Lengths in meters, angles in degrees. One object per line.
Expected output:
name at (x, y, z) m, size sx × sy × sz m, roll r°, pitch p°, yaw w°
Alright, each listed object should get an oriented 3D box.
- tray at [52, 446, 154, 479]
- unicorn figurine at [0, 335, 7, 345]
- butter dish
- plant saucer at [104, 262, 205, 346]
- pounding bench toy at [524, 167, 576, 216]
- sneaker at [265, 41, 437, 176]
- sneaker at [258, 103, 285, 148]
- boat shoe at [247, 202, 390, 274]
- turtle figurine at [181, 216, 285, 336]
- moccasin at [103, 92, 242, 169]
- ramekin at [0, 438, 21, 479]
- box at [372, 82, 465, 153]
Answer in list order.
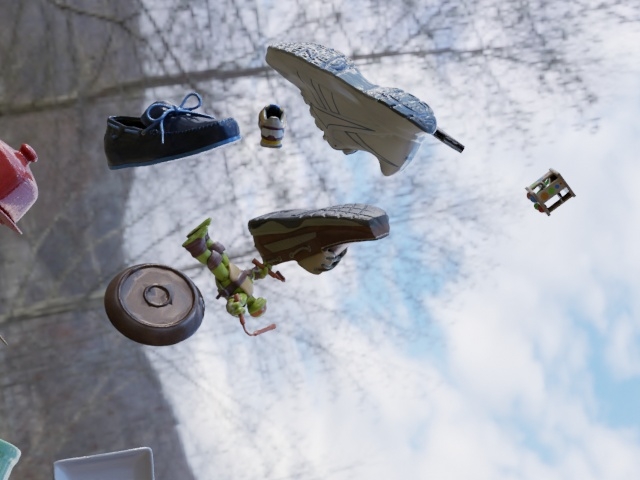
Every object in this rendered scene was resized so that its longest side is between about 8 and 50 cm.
tray at (-0.311, 0.442, 1.478) m, size 0.030 × 0.145 × 0.270 m, roll -179°, pitch -94°, yaw -66°
unicorn figurine at (-0.632, 0.131, 1.782) m, size 0.111 × 0.162 × 0.060 m, roll 118°, pitch -30°, yaw -54°
butter dish at (-0.516, -0.112, 1.647) m, size 0.160 × 0.118 × 0.160 m, roll 48°, pitch -12°, yaw 15°
plant saucer at (-0.271, 0.098, 1.676) m, size 0.168 × 0.168 × 0.029 m, roll 67°, pitch -30°, yaw 31°
pounding bench toy at (0.384, -0.084, 1.728) m, size 0.052 × 0.065 × 0.083 m, roll 51°, pitch 6°, yaw -13°
sneaker at (0.028, -0.204, 1.542) m, size 0.297 × 0.111 × 0.129 m, roll 36°, pitch -59°, yaw 17°
sneaker at (-0.104, -0.277, 2.285) m, size 0.185 × 0.070 × 0.084 m, roll -102°, pitch -161°, yaw -59°
boat shoe at (0.000, 0.000, 1.908) m, size 0.324 × 0.123 × 0.120 m, roll -2°, pitch -79°, yaw 46°
turtle figurine at (-0.161, 0.063, 1.862) m, size 0.217 × 0.087 × 0.269 m, roll 52°, pitch 23°, yaw -12°
moccasin at (-0.293, -0.200, 1.855) m, size 0.342 × 0.138 × 0.116 m, roll -5°, pitch -81°, yaw 37°
ramekin at (-0.789, 0.471, 2.086) m, size 0.303 × 0.303 × 0.148 m, roll 127°, pitch -23°, yaw -64°
box at (0.216, -0.274, 2.268) m, size 0.021 × 0.164 × 0.201 m, roll -55°, pitch -130°, yaw 12°
